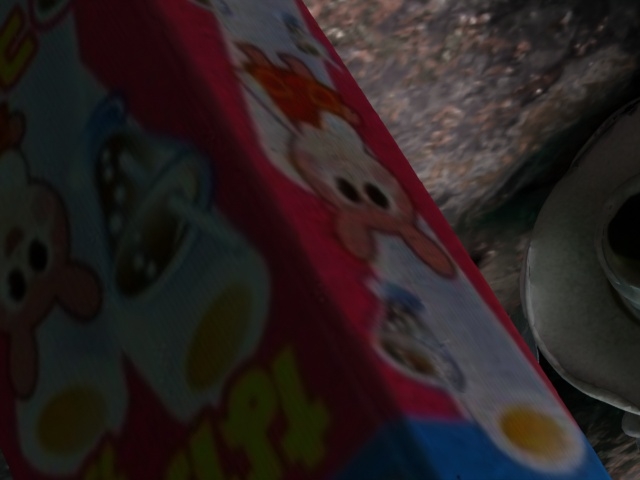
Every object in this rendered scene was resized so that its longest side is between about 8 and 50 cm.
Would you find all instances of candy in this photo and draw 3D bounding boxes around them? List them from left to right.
[{"bbox_3d":[-0.039,0.024,0.510,0.100,0.306,0.157,9,130,-45],"label":"candy"}]

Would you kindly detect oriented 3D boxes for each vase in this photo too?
[{"bbox_3d":[0.297,0.072,0.919,0.250,0.250,0.445,-40,141,15],"label":"vase"}]

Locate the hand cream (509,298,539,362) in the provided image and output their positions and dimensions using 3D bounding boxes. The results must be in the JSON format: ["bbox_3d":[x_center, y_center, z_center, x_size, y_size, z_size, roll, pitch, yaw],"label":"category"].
[{"bbox_3d":[0.076,0.184,0.911,0.058,0.085,0.331,18,121,-5],"label":"hand cream"}]
